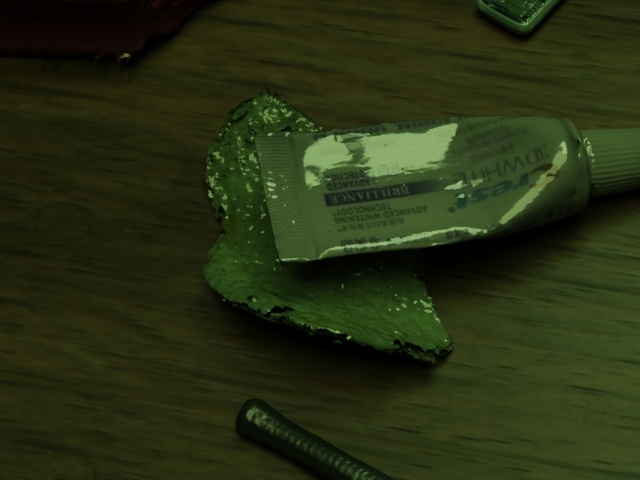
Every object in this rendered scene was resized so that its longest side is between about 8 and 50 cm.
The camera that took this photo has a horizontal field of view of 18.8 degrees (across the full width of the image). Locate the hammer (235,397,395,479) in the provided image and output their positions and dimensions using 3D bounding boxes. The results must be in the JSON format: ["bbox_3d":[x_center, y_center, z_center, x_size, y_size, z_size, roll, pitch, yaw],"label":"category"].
[{"bbox_3d":[0.044,0.171,1.252,0.246,0.029,0.103,25,65,22],"label":"hammer"}]

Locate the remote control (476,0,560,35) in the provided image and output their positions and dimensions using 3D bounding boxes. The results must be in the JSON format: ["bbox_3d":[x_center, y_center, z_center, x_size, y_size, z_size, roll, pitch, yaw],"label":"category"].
[{"bbox_3d":[0.173,-0.206,1.462,0.053,0.018,0.124,36,70,26],"label":"remote control"}]

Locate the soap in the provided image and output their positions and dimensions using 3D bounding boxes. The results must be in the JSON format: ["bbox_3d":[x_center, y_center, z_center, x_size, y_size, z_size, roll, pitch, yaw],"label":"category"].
[{"bbox_3d":[-0.210,-0.237,1.480,0.289,0.112,0.182,4,61,10],"label":"soap"}]

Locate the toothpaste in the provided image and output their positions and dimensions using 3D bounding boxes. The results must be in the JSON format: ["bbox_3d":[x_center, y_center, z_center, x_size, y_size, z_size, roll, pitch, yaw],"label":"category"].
[{"bbox_3d":[0.100,-0.046,1.333,0.282,0.068,0.099,-6,26,-9],"label":"toothpaste"}]

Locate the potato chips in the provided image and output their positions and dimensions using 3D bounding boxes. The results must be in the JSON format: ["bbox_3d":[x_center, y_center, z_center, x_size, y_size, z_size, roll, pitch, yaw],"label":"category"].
[{"bbox_3d":[-0.002,-0.005,1.347,0.167,0.059,0.228,-8,53,-4],"label":"potato chips"}]
